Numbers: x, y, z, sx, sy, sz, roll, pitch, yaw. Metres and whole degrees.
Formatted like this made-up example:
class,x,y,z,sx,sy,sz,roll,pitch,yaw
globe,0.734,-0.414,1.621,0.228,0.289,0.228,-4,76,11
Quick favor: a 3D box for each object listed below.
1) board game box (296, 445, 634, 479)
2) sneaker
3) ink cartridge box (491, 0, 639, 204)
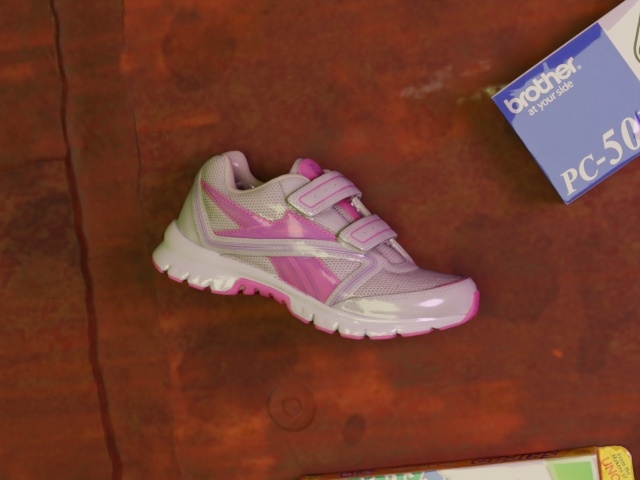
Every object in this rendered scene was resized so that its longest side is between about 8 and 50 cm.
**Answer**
class,x,y,z,sx,sy,sz,roll,pitch,yaw
board game box,0.114,0.230,1.088,0.259,0.039,0.124,-8,93,12
sneaker,0.000,0.000,1.060,0.252,0.103,0.111,16,100,12
ink cartridge box,0.236,-0.124,1.019,0.207,0.046,0.097,-35,85,14
